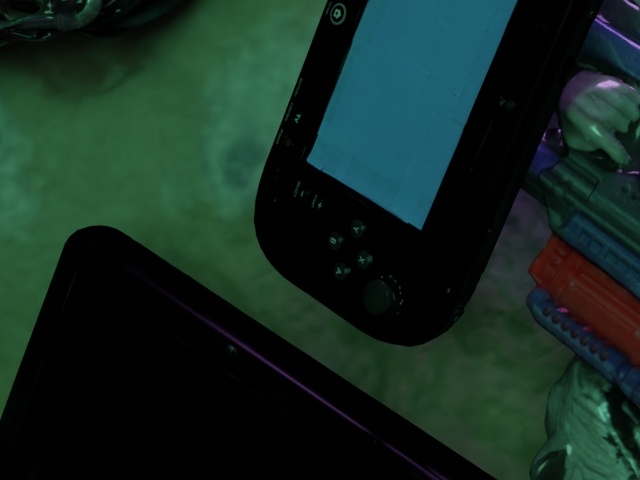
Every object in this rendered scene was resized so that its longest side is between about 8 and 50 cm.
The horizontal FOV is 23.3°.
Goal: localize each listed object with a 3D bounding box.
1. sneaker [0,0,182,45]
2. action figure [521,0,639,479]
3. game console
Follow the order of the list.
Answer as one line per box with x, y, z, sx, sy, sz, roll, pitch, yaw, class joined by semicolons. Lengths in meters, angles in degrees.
-0.135;-0.122;0.670;0.299;0.121;0.112;-34;77;2;sneaker
0.222;0.003;0.554;0.330;0.178;0.341;-42;50;5;action figure
0.000;0.000;0.584;0.213;0.044;0.361;31;107;29;game console
